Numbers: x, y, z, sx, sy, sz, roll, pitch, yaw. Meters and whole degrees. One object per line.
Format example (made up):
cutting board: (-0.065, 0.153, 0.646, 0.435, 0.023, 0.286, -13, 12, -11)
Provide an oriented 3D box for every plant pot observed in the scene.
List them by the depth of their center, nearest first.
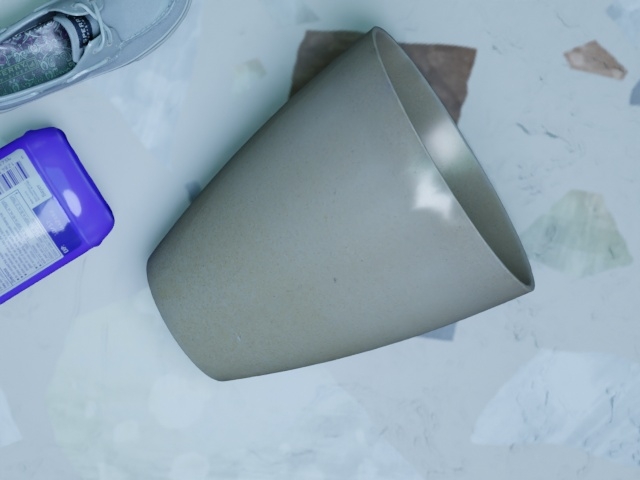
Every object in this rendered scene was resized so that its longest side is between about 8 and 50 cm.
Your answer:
plant pot: (0.000, 0.000, 1.489, 0.274, 0.256, 0.256, -32, 98, 13)

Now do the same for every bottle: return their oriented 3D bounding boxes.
bottle: (-0.319, 0.016, 1.507, 0.283, 0.092, 0.118, -32, 97, -3)

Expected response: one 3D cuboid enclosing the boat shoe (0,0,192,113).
boat shoe: (-0.211, -0.172, 1.510, 0.227, 0.081, 0.079, -28, 97, -4)
